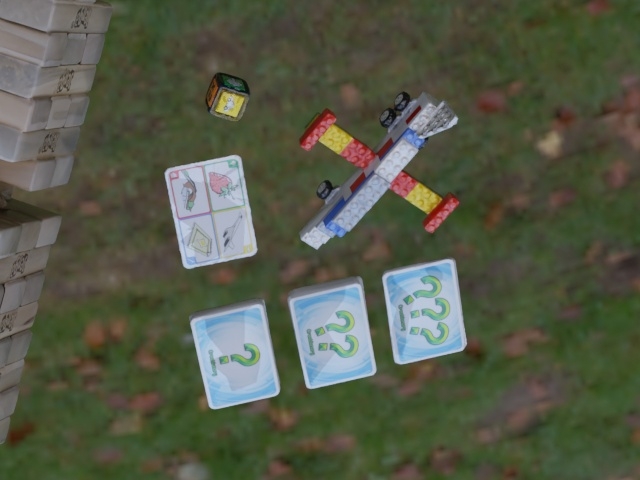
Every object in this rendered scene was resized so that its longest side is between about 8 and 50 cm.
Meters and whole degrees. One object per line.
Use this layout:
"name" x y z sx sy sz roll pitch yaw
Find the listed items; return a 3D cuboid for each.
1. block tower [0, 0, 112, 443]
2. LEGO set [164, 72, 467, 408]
"block tower" -0.186 -0.040 0.994 0.091 0.335 0.097 18 -171 11
"LEGO set" 0.000 0.000 1.201 0.182 0.060 0.244 -12 122 -5
